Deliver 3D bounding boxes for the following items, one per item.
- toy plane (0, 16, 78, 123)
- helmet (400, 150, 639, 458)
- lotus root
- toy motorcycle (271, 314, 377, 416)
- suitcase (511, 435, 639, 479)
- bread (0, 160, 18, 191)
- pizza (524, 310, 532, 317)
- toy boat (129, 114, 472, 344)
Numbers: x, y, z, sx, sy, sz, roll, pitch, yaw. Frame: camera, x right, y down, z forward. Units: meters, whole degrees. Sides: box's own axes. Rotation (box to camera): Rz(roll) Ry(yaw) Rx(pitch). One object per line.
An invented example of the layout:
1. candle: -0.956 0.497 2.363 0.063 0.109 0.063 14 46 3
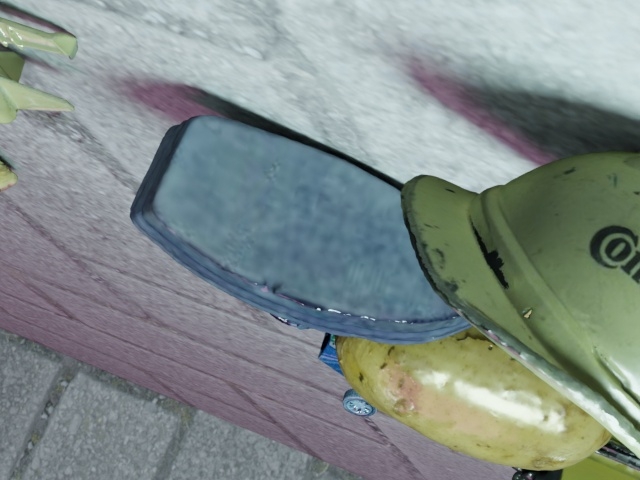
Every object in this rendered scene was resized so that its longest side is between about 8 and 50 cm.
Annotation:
1. toy plane: -0.315 -0.158 1.178 0.242 0.104 0.256 -4 159 35
2. helmet: 0.184 0.014 0.861 0.257 0.137 0.204 38 -158 -19
3. lotus root: 0.120 0.098 1.268 0.284 0.146 0.160 25 176 -2
4. toy motorcycle: 0.069 0.096 1.417 0.254 0.092 0.135 37 137 -21
5. suitcase: 0.304 0.220 1.437 0.235 0.143 0.194 22 166 15
6. bread: -0.458 -0.103 1.639 0.142 0.178 0.266 54 178 27
7. pizza: 0.210 0.053 1.124 0.226 0.069 0.147 19 -178 9
8. toy boat: 0.000 0.000 1.155 0.283 0.127 0.078 24 162 -6
